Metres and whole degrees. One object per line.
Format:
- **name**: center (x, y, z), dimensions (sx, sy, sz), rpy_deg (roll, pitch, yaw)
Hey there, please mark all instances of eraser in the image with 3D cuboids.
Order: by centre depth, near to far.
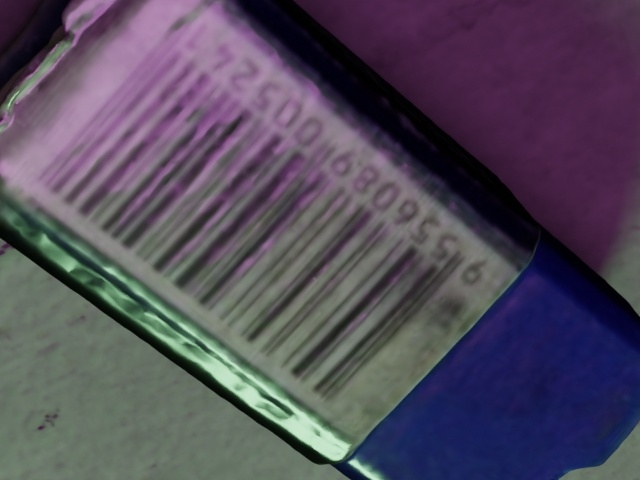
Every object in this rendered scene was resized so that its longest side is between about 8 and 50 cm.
- **eraser**: center (0.000, 0.000, 0.780), dimensions (0.332, 0.101, 0.155), rpy_deg (38, 101, -26)
